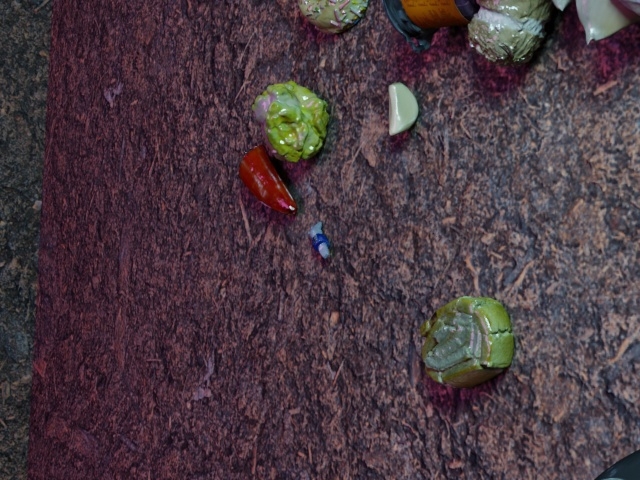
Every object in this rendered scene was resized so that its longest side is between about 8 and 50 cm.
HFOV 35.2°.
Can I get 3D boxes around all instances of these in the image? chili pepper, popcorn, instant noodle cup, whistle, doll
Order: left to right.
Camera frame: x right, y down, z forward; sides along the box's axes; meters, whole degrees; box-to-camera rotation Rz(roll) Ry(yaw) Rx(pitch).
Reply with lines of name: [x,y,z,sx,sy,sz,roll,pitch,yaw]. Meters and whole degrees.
chili pepper: [-0.087,-0.098,1.875,0.169,0.065,0.088,50,141,39]
popcorn: [-0.053,-0.209,1.784,0.145,0.126,0.126,46,142,15]
whistle: [0.000,0.000,1.760,0.033,0.029,0.083,-47,40,20]
instant noodle cup: [0.184,-0.375,1.440,0.125,0.177,0.208,11,125,42]
doll: [0.267,-0.342,1.357,0.115,0.105,0.221,-151,75,-80]

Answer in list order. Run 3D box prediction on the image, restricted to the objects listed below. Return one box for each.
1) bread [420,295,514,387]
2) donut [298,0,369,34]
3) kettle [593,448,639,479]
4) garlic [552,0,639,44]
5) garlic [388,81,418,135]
bread: [0.200,0.145,1.420,0.156,0.064,0.117,-41,52,43]
donut: [0.020,-0.446,1.757,0.174,0.068,0.174,-11,76,55]
kettle: [0.342,0.302,1.001,0.268,0.290,0.207,-36,58,49]
garlic: [0.385,-0.392,1.158,0.279,0.132,0.325,8,103,53]
garlic: [0.126,-0.206,1.582,0.041,0.053,0.083,-4,91,53]
